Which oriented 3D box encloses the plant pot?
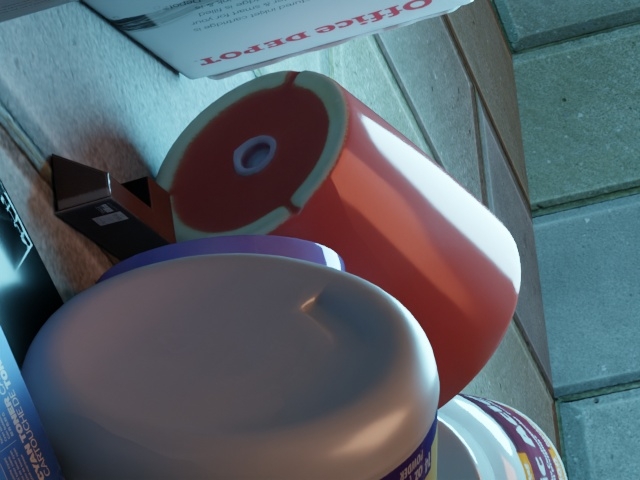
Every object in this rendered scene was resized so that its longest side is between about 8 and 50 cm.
[{"bbox_3d":[0.000,0.000,1.506,0.243,0.275,0.275,50,29,-39],"label":"plant pot"}]

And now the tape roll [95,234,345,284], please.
[{"bbox_3d":[-0.070,0.066,1.288,0.189,0.189,0.080,44,37,-64],"label":"tape roll"}]

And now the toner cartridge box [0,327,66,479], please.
[{"bbox_3d":[-0.247,-0.001,0.826,0.348,0.075,0.165,68,21,-7],"label":"toner cartridge box"}]

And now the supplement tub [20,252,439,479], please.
[{"bbox_3d":[-0.050,0.201,1.053,0.241,0.241,0.331,-75,165,-61],"label":"supplement tub"}]

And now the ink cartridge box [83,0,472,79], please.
[{"bbox_3d":[-0.063,-0.289,1.429,0.395,0.285,0.166,34,45,-69],"label":"ink cartridge box"}]

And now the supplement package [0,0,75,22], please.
[{"bbox_3d":[-0.197,-0.300,1.110,0.262,0.199,0.198,45,35,-63],"label":"supplement package"}]

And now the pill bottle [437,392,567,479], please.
[{"bbox_3d":[0.109,0.256,1.709,0.392,0.224,0.224,23,56,-72],"label":"pill bottle"}]

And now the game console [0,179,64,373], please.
[{"bbox_3d":[-0.215,0.115,1.004,0.361,0.044,0.213,-80,153,-54],"label":"game console"}]

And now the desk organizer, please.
[{"bbox_3d":[-0.156,-0.028,1.331,0.130,0.047,0.050,43,34,-65],"label":"desk organizer"}]
